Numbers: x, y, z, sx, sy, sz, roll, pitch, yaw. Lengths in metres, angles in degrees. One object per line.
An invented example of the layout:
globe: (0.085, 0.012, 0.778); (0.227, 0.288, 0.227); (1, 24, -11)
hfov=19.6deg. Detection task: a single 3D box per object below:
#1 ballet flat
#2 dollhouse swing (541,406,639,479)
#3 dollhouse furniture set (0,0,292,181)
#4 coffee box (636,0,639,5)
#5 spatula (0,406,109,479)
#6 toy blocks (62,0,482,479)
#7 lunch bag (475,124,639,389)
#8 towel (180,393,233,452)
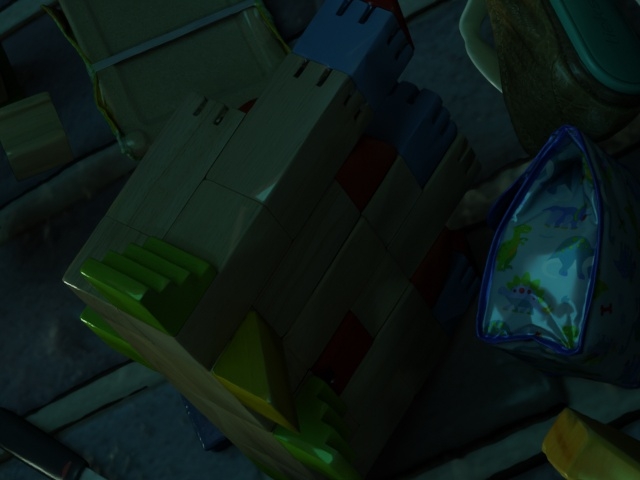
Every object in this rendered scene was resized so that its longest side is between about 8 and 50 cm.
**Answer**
ballet flat: (0.138, -0.202, 1.325); (0.124, 0.116, 0.342); (-43, 51, 41)
dollhouse swing: (0.241, 0.297, 0.973); (0.305, 0.347, 0.315); (18, 85, 32)
dollhouse furniture set: (-0.182, -0.121, 1.508); (0.301, 0.151, 0.198); (-23, 69, -9)
coffee box: (0.334, -0.238, 1.082); (0.334, 0.337, 0.338); (-39, 59, 15)
spatula: (-0.164, 0.193, 1.427); (0.296, 0.030, 0.084); (25, 88, 33)
toy blocks: (0.000, 0.000, 1.223); (0.190, 0.381, 0.261); (24, 74, 32)
lunch bag: (0.170, 0.011, 1.229); (0.096, 0.129, 0.151); (10, 81, 28)
towel: (-0.079, 0.098, 1.406); (0.067, 0.029, 0.119); (-32, 62, 19)
